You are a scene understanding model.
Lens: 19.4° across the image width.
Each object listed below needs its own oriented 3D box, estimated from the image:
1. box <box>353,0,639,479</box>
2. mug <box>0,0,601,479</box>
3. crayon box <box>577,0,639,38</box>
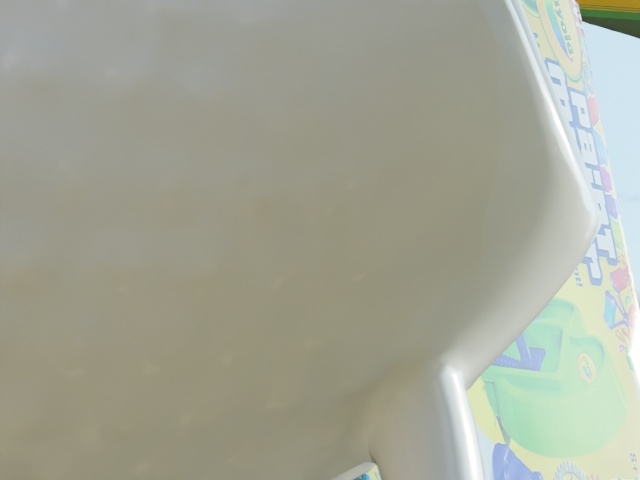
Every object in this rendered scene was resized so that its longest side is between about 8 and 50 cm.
[{"bbox_3d":[0.000,0.000,0.841,0.177,0.290,0.279,-18,-15,32],"label":"box"},{"bbox_3d":[-0.088,0.023,0.514,0.328,0.374,0.276,-22,-20,9],"label":"mug"},{"bbox_3d":[0.249,-0.242,1.345,0.165,0.081,0.278,14,-19,-14],"label":"crayon box"}]
